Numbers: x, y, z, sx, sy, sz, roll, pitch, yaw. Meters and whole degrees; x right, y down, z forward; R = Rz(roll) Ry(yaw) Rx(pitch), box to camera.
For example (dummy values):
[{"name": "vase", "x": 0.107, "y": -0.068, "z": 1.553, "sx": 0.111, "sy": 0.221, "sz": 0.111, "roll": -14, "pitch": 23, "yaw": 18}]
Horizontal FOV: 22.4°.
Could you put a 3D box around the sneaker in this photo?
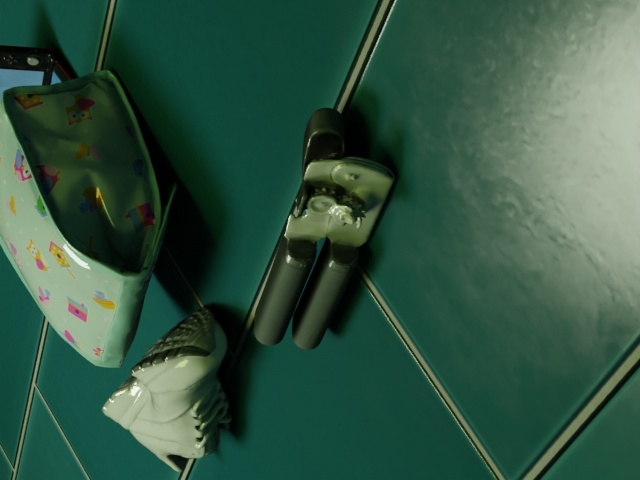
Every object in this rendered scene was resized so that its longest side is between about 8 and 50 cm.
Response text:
[{"name": "sneaker", "x": -0.144, "y": 0.167, "z": 1.778, "sx": 0.129, "sy": 0.111, "sz": 0.297, "roll": 47, "pitch": 154, "yaw": 4}]

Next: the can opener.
[{"name": "can opener", "x": 0.000, "y": 0.000, "z": 1.419, "sx": 0.280, "sy": 0.074, "sz": 0.093, "roll": 109, "pitch": 165, "yaw": -51}]

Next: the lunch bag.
[{"name": "lunch bag", "x": -0.251, "y": -0.015, "z": 1.744, "sx": 0.262, "sy": 0.160, "sz": 0.223, "roll": 62, "pitch": 152, "yaw": 22}]

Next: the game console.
[{"name": "game console", "x": -0.334, "y": -0.149, "z": 1.871, "sx": 0.144, "sy": 0.124, "sz": 0.085, "roll": 114, "pitch": 153, "yaw": -55}]
